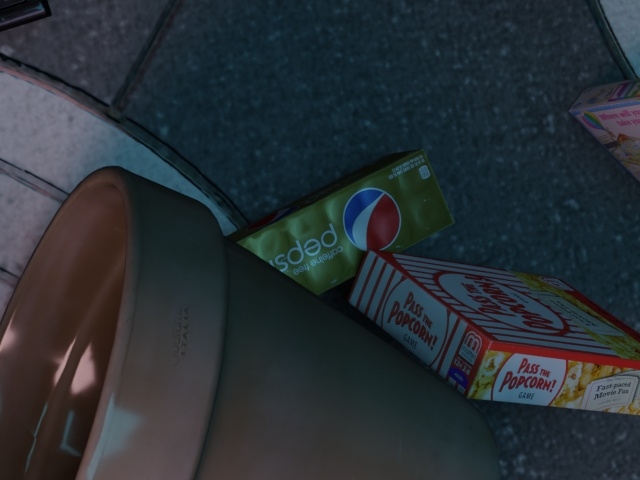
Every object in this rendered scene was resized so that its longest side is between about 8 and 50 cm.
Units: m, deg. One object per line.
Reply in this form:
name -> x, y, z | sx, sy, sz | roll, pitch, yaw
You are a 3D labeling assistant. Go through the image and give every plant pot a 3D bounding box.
plant pot -> -0.054, 0.147, 1.125 | 0.280, 0.323, 0.323 | 18, 82, -20

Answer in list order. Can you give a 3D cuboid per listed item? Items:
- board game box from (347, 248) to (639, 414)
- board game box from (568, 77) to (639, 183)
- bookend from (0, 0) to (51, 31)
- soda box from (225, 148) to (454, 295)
board game box -> 0.137, 0.066, 1.284 | 0.193, 0.147, 0.045 | 9, 109, -39
board game box -> 0.264, -0.077, 1.364 | 0.103, 0.154, 0.026 | 43, 74, -17
bookend -> -0.197, -0.207, 1.189 | 0.156, 0.072, 0.157 | -17, 96, -3
soda box -> 0.000, 0.000, 1.301 | 0.181, 0.058, 0.061 | -27, 99, -21
